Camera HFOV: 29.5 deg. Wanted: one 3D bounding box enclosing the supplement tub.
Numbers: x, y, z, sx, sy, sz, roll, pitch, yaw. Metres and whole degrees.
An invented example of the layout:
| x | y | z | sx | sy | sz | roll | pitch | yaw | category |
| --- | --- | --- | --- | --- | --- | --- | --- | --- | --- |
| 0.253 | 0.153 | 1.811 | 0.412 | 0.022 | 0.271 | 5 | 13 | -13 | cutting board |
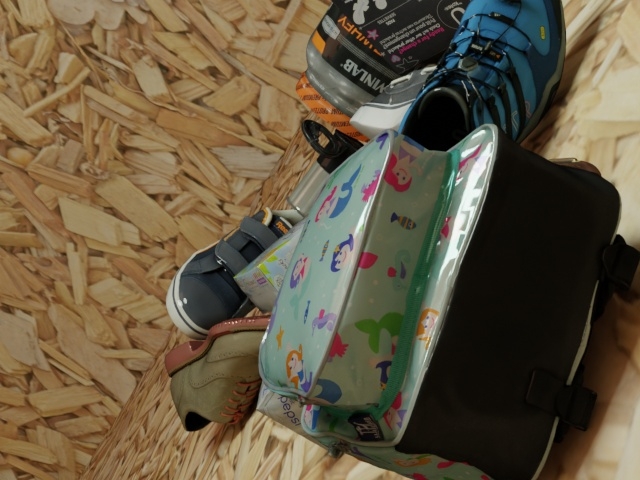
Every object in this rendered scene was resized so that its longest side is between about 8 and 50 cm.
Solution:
| x | y | z | sx | sy | sz | roll | pitch | yaw | category |
| --- | --- | --- | --- | --- | --- | --- | --- | --- | --- |
| 0.108 | -0.308 | 1.739 | 0.316 | 0.193 | 0.193 | -57 | 9 | 20 | supplement tub |

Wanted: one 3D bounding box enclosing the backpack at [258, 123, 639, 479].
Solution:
| x | y | z | sx | sy | sz | roll | pitch | yaw | category |
| --- | --- | --- | --- | --- | --- | --- | --- | --- | --- |
| 0.068 | 0.050 | 0.824 | 0.253 | 0.191 | 0.225 | 136 | 154 | -76 | backpack |

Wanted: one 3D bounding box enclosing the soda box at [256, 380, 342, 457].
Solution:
| x | y | z | sx | sy | sz | roll | pitch | yaw | category |
| --- | --- | --- | --- | --- | --- | --- | --- | --- | --- |
| 0.008 | 0.097 | 1.264 | 0.091 | 0.098 | 0.286 | -55 | 9 | 21 | soda box |

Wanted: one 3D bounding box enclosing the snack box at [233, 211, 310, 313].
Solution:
| x | y | z | sx | sy | sz | roll | pitch | yaw | category |
| --- | --- | --- | --- | --- | --- | --- | --- | --- | --- |
| 0.000 | 0.000 | 1.524 | 0.207 | 0.070 | 0.174 | -42 | 5 | -15 | snack box |

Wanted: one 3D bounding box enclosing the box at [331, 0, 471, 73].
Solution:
| x | y | z | sx | sy | sz | roll | pitch | yaw | category |
| --- | --- | --- | --- | --- | --- | --- | --- | --- | --- |
| 0.138 | -0.346 | 1.444 | 0.163 | 0.142 | 0.247 | -24 | 31 | 42 | box |

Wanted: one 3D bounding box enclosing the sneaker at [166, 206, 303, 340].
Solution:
| x | y | z | sx | sy | sz | roll | pitch | yaw | category |
| --- | --- | --- | --- | --- | --- | --- | --- | --- | --- |
| -0.106 | 0.032 | 1.831 | 0.127 | 0.126 | 0.321 | -37 | 3 | 37 | sneaker |

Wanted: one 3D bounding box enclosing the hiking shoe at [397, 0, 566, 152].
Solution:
| x | y | z | sx | sy | sz | roll | pitch | yaw | category |
| --- | --- | --- | --- | --- | --- | --- | --- | --- | --- |
| 0.147 | -0.131 | 1.112 | 0.132 | 0.113 | 0.304 | 44 | -115 | -71 | hiking shoe |

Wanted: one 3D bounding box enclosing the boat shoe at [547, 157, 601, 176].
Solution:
| x | y | z | sx | sy | sz | roll | pitch | yaw | category |
| --- | --- | --- | --- | --- | --- | --- | --- | --- | --- |
| 0.154 | -0.019 | 0.973 | 0.073 | 0.073 | 0.207 | -22 | 1 | -19 | boat shoe |

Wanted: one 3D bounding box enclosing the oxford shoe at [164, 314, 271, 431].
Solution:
| x | y | z | sx | sy | sz | roll | pitch | yaw | category |
| --- | --- | --- | --- | --- | --- | --- | --- | --- | --- |
| -0.106 | 0.184 | 1.678 | 0.348 | 0.123 | 0.130 | -33 | 61 | 57 | oxford shoe |

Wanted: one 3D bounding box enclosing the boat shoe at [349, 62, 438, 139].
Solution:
| x | y | z | sx | sy | sz | roll | pitch | yaw | category |
| --- | --- | --- | --- | --- | --- | --- | --- | --- | --- |
| 0.123 | -0.161 | 1.458 | 0.102 | 0.108 | 0.301 | -60 | 11 | -7 | boat shoe |

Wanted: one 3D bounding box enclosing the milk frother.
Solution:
| x | y | z | sx | sy | sz | roll | pitch | yaw | category |
| --- | --- | --- | --- | --- | --- | --- | --- | --- | --- |
| -0.003 | -0.101 | 1.821 | 0.135 | 0.143 | 0.129 | -54 | 18 | 13 | milk frother |
